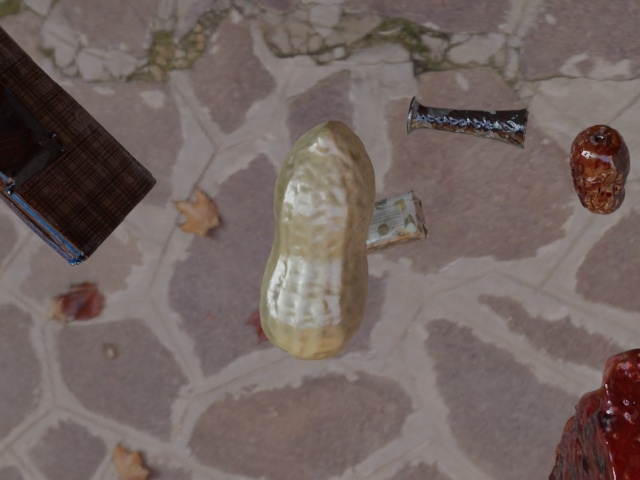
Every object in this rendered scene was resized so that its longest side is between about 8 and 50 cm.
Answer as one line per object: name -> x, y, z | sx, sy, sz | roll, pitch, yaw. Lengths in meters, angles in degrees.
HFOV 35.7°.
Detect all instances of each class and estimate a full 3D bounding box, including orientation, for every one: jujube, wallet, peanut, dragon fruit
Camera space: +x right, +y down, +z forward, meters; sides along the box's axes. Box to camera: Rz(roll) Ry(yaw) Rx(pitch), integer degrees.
jujube -> 0.357, -0.087, 1.261 | 0.077, 0.077, 0.129 | 2, 138, 26
wallet -> -0.260, -0.095, 0.874 | 0.230, 0.124, 0.042 | 47, 139, -15
peanut -> 0.000, 0.000, 1.053 | 0.124, 0.123, 0.256 | 11, 100, 24
dragon fruit -> 0.376, 0.223, 0.952 | 0.329, 0.286, 0.228 | -9, 72, -6

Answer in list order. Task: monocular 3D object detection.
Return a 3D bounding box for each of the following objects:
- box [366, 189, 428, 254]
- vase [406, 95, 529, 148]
box -> 0.087, -0.022, 1.292 | 0.098, 0.045, 0.062 | -17, 71, 17
vase -> 0.207, -0.167, 1.403 | 0.167, 0.059, 0.059 | 8, 104, 11
